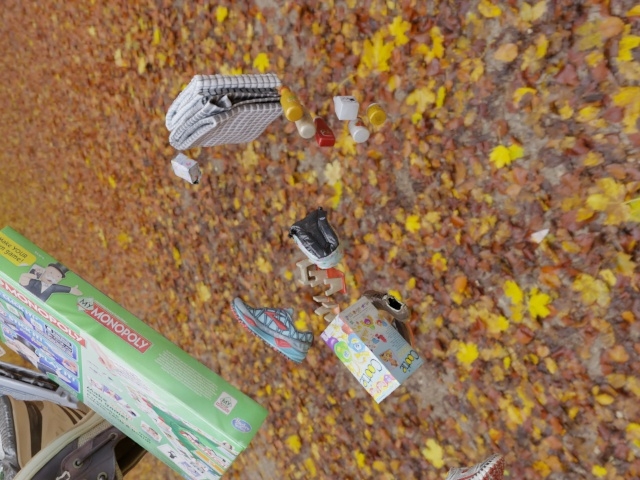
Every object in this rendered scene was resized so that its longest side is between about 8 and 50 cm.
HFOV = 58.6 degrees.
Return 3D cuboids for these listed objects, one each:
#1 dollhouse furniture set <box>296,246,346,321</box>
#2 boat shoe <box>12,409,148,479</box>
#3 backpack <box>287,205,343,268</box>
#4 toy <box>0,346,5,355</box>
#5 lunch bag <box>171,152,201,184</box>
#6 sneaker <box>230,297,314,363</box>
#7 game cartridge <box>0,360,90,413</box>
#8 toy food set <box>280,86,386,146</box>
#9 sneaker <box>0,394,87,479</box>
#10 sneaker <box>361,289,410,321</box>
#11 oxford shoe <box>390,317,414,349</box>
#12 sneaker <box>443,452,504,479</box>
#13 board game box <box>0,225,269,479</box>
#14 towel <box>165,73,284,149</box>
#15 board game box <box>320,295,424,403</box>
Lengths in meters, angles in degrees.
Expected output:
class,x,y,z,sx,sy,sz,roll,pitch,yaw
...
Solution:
class,x,y,z,sx,sy,sz,roll,pitch,yaw
dollhouse furniture set,0.026,0.127,2.088,0.259,0.135,0.261,23,124,61
boat shoe,-0.286,0.288,0.716,0.093,0.285,0.102,20,121,14
backpack,0.000,0.000,1.848,0.182,0.152,0.115,52,180,33
toy,-0.805,0.196,1.204,0.237,0.137,0.056,62,169,-25
lunch bag,-0.392,-0.207,1.682,0.071,0.053,0.083,29,149,21
sneaker,-0.132,0.229,1.607,0.262,0.125,0.104,38,166,-8
game cartridge,-0.769,0.410,1.528,0.298,0.062,0.198,16,142,2
toy food set,0.023,-0.288,1.297,0.104,0.233,0.111,-110,21,-43
sneaker,-0.480,0.493,1.098,0.169,0.258,0.447,-49,49,20
sneaker,0.213,0.193,1.853,0.189,0.066,0.071,24,143,35
oxford shoe,0.247,0.373,1.920,0.097,0.099,0.271,33,131,49
sneaker,0.346,0.556,1.336,0.093,0.226,0.087,26,127,52
board game box,-0.219,0.143,0.618,0.317,0.046,0.213,35,141,4
towel,-0.242,-0.320,1.463,0.284,0.235,0.121,-17,86,56
board game box,0.159,0.338,1.781,0.275,0.144,0.142,48,135,15
